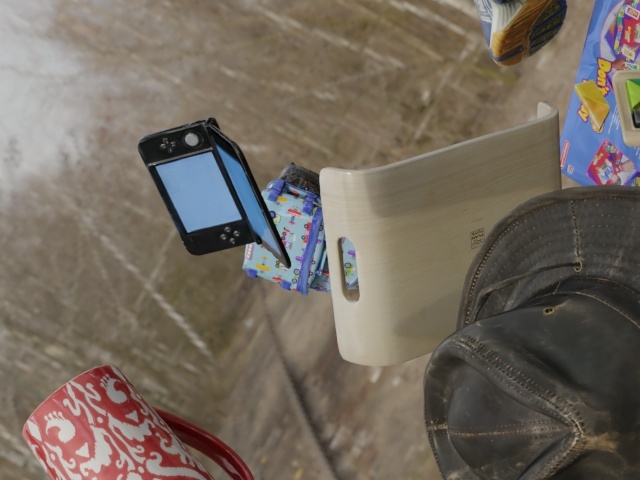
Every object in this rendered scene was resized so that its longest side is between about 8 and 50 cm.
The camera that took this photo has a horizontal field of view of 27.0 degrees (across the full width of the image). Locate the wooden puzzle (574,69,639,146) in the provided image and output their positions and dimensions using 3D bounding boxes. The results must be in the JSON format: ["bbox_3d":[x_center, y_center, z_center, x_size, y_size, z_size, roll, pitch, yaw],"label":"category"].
[{"bbox_3d":[0.253,-0.100,0.987,0.014,0.116,0.078,85,178,-52],"label":"wooden puzzle"}]

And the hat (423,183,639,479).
[{"bbox_3d":[0.157,0.114,0.899,0.331,0.134,0.331,10,102,54],"label":"hat"}]

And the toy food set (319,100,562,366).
[{"bbox_3d":[0.141,-0.012,1.445,0.092,0.306,0.219,26,128,53],"label":"toy food set"}]

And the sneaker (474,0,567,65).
[{"bbox_3d":[0.237,-0.339,1.715,0.112,0.131,0.296,-31,-25,-4],"label":"sneaker"}]

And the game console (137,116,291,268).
[{"bbox_3d":[-0.087,-0.031,1.092,0.107,0.122,0.071,-13,30,16],"label":"game console"}]

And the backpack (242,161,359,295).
[{"bbox_3d":[0.000,0.000,1.772,0.117,0.173,0.158,-50,-18,-66],"label":"backpack"}]

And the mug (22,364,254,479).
[{"bbox_3d":[-0.141,0.191,1.048,0.113,0.169,0.150,-44,-16,8],"label":"mug"}]

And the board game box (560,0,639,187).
[{"bbox_3d":[0.444,-0.181,1.714,0.078,0.233,0.347,-31,-35,-33],"label":"board game box"}]
